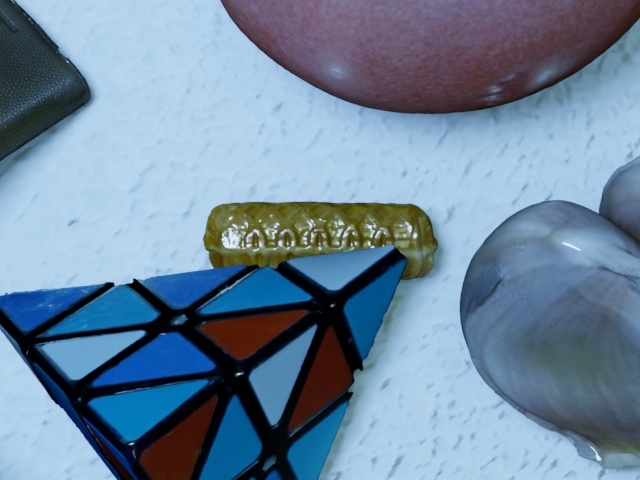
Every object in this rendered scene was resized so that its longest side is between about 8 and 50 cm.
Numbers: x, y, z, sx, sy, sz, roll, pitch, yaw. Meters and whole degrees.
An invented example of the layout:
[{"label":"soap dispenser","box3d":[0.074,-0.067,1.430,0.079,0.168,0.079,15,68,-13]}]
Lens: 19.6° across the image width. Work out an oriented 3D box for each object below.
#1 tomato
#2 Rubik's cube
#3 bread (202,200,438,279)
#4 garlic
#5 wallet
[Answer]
[{"label":"tomato","box3d":[0.068,-0.250,1.146,0.341,0.273,0.341,0,84,-2]},{"label":"Rubik's cube","box3d":[-0.068,0.166,1.152,0.284,0.250,0.234,-8,110,4]},{"label":"bread","box3d":[0.000,0.000,1.232,0.157,0.044,0.052,1,91,0]},{"label":"garlic","box3d":[0.218,0.055,1.141,0.210,0.292,0.237,-32,46,-10]},{"label":"wallet","box3d":[-0.251,-0.085,1.195,0.110,0.031,0.198,47,52,5]}]
